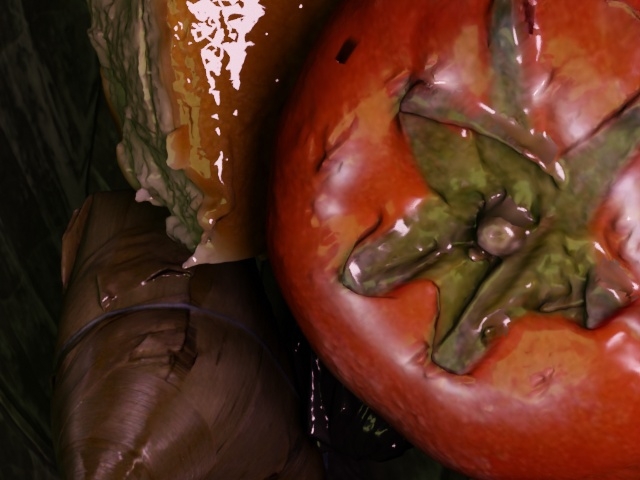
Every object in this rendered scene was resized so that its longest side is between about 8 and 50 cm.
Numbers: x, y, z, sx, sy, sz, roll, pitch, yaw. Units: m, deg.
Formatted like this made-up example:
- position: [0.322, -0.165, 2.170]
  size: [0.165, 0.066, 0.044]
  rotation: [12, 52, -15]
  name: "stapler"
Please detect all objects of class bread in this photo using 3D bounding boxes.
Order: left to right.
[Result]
- position: [-0.020, -0.143, 1.295]
  size: [0.225, 0.250, 0.279]
  rotation: [-153, 54, -66]
  name: "bread"

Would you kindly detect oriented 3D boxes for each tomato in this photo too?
- position: [0.139, -0.038, 1.089]
  size: [0.341, 0.273, 0.341]
  rotation: [9, 112, 24]
  name: "tomato"

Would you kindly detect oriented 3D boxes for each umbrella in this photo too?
- position: [0.000, 0.000, 1.477]
  size: [0.118, 0.118, 0.340]
  rotation: [-42, 63, 52]
  name: "umbrella"

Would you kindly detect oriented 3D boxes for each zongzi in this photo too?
- position: [-0.090, 0.175, 1.426]
  size: [0.360, 0.160, 0.323]
  rotation: [-89, -22, -56]
  name: "zongzi"

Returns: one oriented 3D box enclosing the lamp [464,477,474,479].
- position: [0.166, 0.238, 1.168]
  size: [0.250, 0.284, 0.250]
  rotation: [10, 119, 19]
  name: "lamp"
